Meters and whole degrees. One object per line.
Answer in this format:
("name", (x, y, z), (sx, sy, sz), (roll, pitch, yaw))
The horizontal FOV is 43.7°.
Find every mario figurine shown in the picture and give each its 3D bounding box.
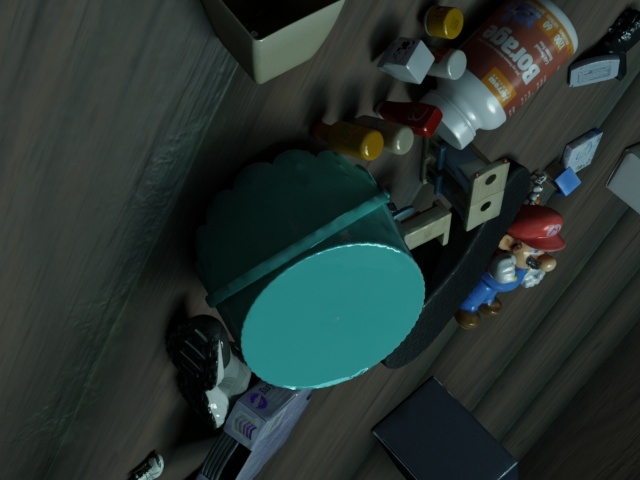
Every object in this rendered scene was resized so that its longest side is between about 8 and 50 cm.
("mario figurine", (0.394, 0.067, 1.606), (0.198, 0.170, 0.320), (-72, -174, -47))

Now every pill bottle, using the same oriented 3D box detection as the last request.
("pill bottle", (0.242, -0.234, 1.112), (0.216, 0.121, 0.121), (-45, 150, 1))

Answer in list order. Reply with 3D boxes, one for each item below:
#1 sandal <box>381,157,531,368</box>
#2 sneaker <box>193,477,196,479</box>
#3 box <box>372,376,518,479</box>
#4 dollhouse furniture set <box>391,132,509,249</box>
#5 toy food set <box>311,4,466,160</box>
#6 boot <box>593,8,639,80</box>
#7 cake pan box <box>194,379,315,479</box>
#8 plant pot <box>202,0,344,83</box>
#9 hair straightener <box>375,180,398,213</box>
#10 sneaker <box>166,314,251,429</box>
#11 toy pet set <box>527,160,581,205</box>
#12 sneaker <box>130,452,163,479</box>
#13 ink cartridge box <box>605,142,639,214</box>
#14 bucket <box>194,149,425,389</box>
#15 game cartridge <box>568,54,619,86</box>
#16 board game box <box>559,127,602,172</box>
("sandal", (0.231, 0.039, 1.479), (0.445, 0.107, 0.167), (-56, 149, -5))
("sneaker", (-0.223, 0.496, 1.480), (0.106, 0.101, 0.267), (13, 118, -53))
("box", (0.333, 0.576, 2.051), (0.212, 0.293, 0.395), (-40, 150, -8))
("dollhouse furniture set", (0.168, -0.082, 1.212), (0.184, 0.129, 0.129), (-26, 146, -16))
("toy food set", (0.096, -0.199, 1.042), (0.111, 0.105, 0.232), (38, 79, -46))
("boot", (0.540, -0.345, 1.406), (0.099, 0.045, 0.121), (-48, 143, 13))
("cake pan box", (-0.099, 0.317, 1.359), (0.267, 0.070, 0.245), (-35, 154, -58))
("plant pot", (-0.053, -0.224, 0.800), (0.109, 0.109, 0.096), (-32, 161, -20))
("hair straightener", (0.097, -0.017, 1.279), (0.089, 0.047, 0.230), (-34, 148, -16))
("sneaker", (-0.155, 0.179, 1.189), (0.108, 0.100, 0.271), (-40, 157, -26))
("toy pet set", (0.457, -0.094, 1.598), (0.114, 0.065, 0.122), (-41, 150, -6))
("sneaker", (-0.293, 0.390, 1.332), (0.037, 0.032, 0.083), (7, 122, -53))
("ink cartridge box", (0.844, -0.145, 1.857), (0.289, 0.211, 0.121), (-21, 144, -33))
("bucket", (-0.013, 0.042, 1.018), (0.281, 0.183, 0.281), (-14, 131, -16))
("game cartridge", (0.474, -0.295, 1.383), (0.083, 0.017, 0.056), (-12, 153, 7))
("board game box", (0.526, -0.175, 1.625), (0.090, 0.020, 0.090), (-29, 147, -25))
